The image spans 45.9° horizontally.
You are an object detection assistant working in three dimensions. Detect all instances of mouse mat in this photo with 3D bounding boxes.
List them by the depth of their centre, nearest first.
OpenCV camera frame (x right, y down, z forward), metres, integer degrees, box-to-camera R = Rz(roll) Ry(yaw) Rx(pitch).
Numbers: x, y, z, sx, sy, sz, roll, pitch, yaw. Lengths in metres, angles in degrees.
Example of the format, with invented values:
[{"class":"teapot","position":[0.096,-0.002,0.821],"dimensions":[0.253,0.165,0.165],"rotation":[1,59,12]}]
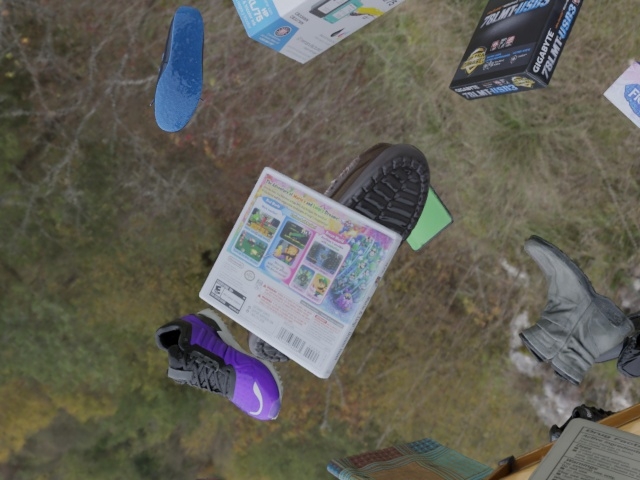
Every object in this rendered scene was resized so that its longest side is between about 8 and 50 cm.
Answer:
[{"class":"mouse mat","position":[0.164,-0.066,1.372],"dimensions":[0.152,0.007,0.189],"rotation":[56,159,8]}]

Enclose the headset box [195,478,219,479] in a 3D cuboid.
[{"class":"headset box","position":[-0.130,0.322,0.876],"dimensions":[0.032,0.083,0.062],"rotation":[-6,127,15]}]

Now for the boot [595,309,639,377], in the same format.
[{"class":"boot","position":[0.704,0.252,1.756],"dimensions":[0.246,0.207,0.094],"rotation":[-34,90,33]}]

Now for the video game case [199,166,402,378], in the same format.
[{"class":"video game case","position":[-0.023,0.025,0.694],"dimensions":[0.157,0.143,0.019],"rotation":[29,-177,29]}]

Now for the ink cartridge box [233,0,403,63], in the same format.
[{"class":"ink cartridge box","position":[0.005,-0.444,1.173],"dimensions":[0.270,0.198,0.197],"rotation":[-27,79,22]}]

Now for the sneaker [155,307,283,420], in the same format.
[{"class":"sneaker","position":[-0.193,0.229,1.323],"dimensions":[0.293,0.146,0.102],"rotation":[34,117,41]}]

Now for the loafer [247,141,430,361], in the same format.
[{"class":"loafer","position":[0.000,0.000,1.043],"dimensions":[0.134,0.366,0.130],"rotation":[26,-159,-41]}]

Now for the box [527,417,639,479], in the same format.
[{"class":"box","position":[0.175,0.239,0.468],"dimensions":[0.148,0.311,0.121],"rotation":[13,108,33]}]

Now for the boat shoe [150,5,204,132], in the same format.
[{"class":"boat shoe","position":[-0.281,-0.346,1.558],"dimensions":[0.109,0.258,0.089],"rotation":[16,177,-16]}]

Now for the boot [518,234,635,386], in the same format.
[{"class":"boot","position":[0.404,0.120,1.314],"dimensions":[0.246,0.161,0.083],"rotation":[50,-175,21]}]

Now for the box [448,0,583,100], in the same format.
[{"class":"box","position":[0.432,-0.458,1.634],"dimensions":[0.073,0.293,0.295],"rotation":[25,175,-21]}]

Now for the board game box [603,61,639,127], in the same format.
[{"class":"board game box","position":[0.589,-0.130,1.118],"dimensions":[0.318,0.319,0.066],"rotation":[49,120,16]}]

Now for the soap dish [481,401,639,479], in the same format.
[{"class":"soap dish","position":[0.311,0.277,0.860],"dimensions":[0.291,0.229,0.118],"rotation":[-33,73,22]}]

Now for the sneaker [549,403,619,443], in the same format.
[{"class":"sneaker","position":[0.603,0.399,1.584],"dimensions":[0.097,0.276,0.135],"rotation":[-105,-5,-81]}]

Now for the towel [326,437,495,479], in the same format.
[{"class":"towel","position":[0.218,0.459,1.433],"dimensions":[0.370,0.271,0.040],"rotation":[8,99,58]}]
